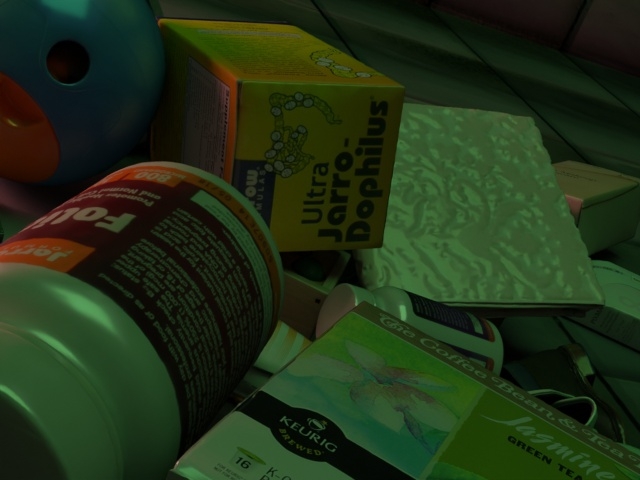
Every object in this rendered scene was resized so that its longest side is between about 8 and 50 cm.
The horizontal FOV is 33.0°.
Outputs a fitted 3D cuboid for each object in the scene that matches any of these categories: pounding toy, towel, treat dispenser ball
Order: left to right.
[{"bbox_3d":[-0.327,-0.208,1.278,0.288,0.288,0.288,20,24,-9],"label":"treat dispenser ball"},{"bbox_3d":[-0.075,0.014,1.284,0.206,0.094,0.181,26,24,3],"label":"pounding toy"},{"bbox_3d":[0.175,-0.041,1.389,0.317,0.053,0.332,2,52,-19],"label":"towel"}]

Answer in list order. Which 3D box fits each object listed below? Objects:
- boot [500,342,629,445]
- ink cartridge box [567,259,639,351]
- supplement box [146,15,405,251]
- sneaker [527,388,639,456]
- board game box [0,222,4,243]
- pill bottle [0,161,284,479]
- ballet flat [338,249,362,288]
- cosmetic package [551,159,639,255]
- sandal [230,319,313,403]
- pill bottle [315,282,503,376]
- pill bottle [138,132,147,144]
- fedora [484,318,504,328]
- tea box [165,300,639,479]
[{"bbox_3d":[0.283,0.213,1.256,0.106,0.082,0.219,-7,38,-6],"label":"boot"},{"bbox_3d":[0.405,0.071,1.659,0.232,0.066,0.189,29,23,2],"label":"ink cartridge box"},{"bbox_3d":[-0.070,-0.139,1.298,0.195,0.194,0.356,-2,22,-23],"label":"supplement box"},{"bbox_3d":[0.268,0.218,1.078,0.256,0.151,0.094,11,55,-16],"label":"sneaker"},{"bbox_3d":[-0.474,-0.049,1.136,0.259,0.030,0.136,9,25,-30],"label":"board game box"},{"bbox_3d":[-0.186,0.093,0.853,0.224,0.224,0.392,26,24,5],"label":"pill bottle"},{"bbox_3d":[0.000,0.000,1.427,0.241,0.091,0.077,52,5,40],"label":"ballet flat"},{"bbox_3d":[0.416,-0.053,1.815,0.160,0.113,0.309,19,19,30],"label":"cosmetic package"},{"bbox_3d":[-0.082,0.109,1.100,0.265,0.076,0.102,21,24,-7],"label":"sandal"},{"bbox_3d":[0.096,0.112,1.191,0.193,0.108,0.108,21,22,-27],"label":"pill bottle"},{"bbox_3d":[-0.287,-0.204,1.520,0.208,0.118,0.117,19,24,-10],"label":"pill bottle"},{"bbox_3d":[0.191,0.068,1.433,0.194,0.079,0.194,13,21,-5],"label":"fedora"},{"bbox_3d":[0.073,0.251,0.765,0.329,0.220,0.323,29,24,13],"label":"tea box"}]
